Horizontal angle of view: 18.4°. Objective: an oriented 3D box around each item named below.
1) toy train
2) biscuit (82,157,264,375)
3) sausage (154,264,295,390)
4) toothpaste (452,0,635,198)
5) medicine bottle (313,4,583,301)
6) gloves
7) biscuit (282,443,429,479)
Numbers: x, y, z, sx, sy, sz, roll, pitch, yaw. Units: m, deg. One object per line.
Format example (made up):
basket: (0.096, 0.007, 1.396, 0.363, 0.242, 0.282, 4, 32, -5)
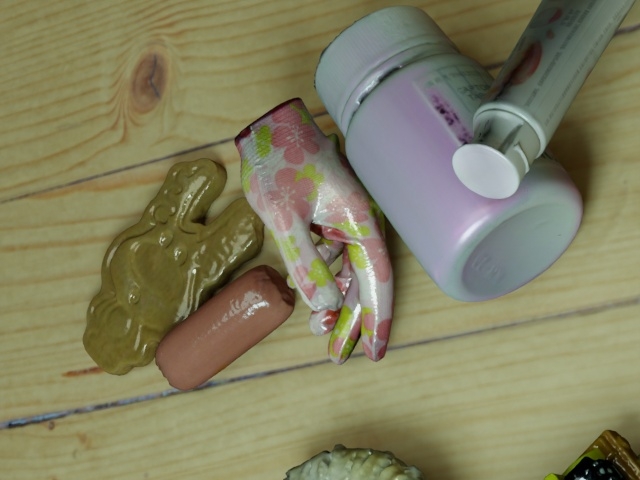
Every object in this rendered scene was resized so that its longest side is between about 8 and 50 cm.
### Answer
toy train: (0.196, 0.243, 1.611, 0.219, 0.127, 0.089, -47, 57, 16)
biscuit: (-0.156, 0.031, 1.971, 0.236, 0.040, 0.144, -51, 50, 10)
sausage: (-0.094, 0.086, 1.893, 0.154, 0.062, 0.062, -38, 59, 20)
toothpaste: (0.204, -0.165, 1.680, 0.100, 0.066, 0.323, 2, 45, 37)
medicine bottle: (0.108, -0.081, 1.745, 0.152, 0.152, 0.254, -43, 57, 17)
gloves: (0.010, -0.007, 1.805, 0.126, 0.145, 0.241, -34, 85, -8)
biscuit: (0.044, 0.280, 1.687, 0.179, 0.084, 0.281, -44, 42, 29)
